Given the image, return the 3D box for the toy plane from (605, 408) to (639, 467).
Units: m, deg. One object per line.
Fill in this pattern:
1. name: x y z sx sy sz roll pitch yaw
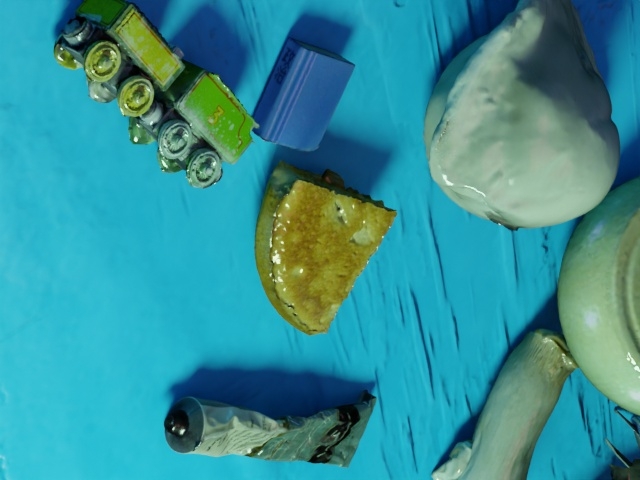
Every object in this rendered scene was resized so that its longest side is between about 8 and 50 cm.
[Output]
1. toy plane: 0.377 0.272 2.006 0.058 0.226 0.226 -32 144 25

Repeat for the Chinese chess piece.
1. Chinese chess piece: 0.354 0.054 1.840 0.250 0.101 0.250 2 84 -23

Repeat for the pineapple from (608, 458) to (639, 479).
1. pineapple: 0.413 0.232 1.927 0.364 0.165 0.165 -32 136 -45

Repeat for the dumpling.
1. dumpling: 0.180 -0.125 1.643 0.175 0.243 0.226 6 97 0

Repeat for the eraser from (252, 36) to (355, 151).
1. eraser: -0.016 -0.119 1.550 0.063 0.027 0.084 12 108 -45

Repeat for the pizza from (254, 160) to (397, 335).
1. pizza: -0.001 0.000 1.625 0.134 0.046 0.175 -20 128 -29

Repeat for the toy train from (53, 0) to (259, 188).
1. toy train: -0.124 -0.116 1.441 0.081 0.060 0.202 -53 137 -10

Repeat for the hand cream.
1. hand cream: -0.047 0.168 1.703 0.248 0.052 0.075 6 135 -48

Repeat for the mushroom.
1. mushroom: 0.182 0.216 1.885 0.096 0.099 0.278 6 109 -48
